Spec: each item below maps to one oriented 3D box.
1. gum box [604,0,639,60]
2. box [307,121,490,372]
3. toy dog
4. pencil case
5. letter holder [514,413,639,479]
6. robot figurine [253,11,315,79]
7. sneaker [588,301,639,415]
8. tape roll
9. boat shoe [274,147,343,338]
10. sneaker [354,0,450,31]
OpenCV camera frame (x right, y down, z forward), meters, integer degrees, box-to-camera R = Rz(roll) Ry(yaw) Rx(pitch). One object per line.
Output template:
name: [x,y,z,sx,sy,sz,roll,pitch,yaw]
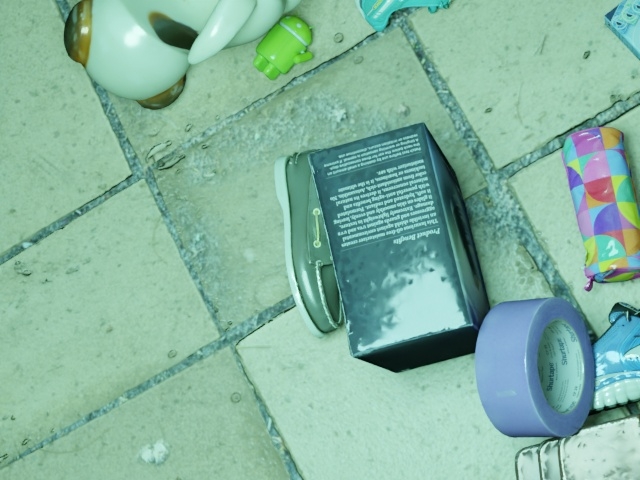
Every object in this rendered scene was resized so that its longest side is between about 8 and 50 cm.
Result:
gum box: [0.553,-0.322,1.779,0.157,0.041,0.184,-40,72,5]
box: [0.129,0.023,1.697,0.183,0.296,0.294,-14,76,12]
toy dog: [-0.215,-0.373,1.878,0.408,0.284,0.395,-28,52,37]
pencil case: [0.420,-0.049,1.733,0.104,0.104,0.236,-10,75,14]
letter holder: [0.387,0.415,1.620,0.214,0.152,0.302,-17,75,14]
robot figurine: [-0.061,-0.323,1.940,0.101,0.067,0.115,41,91,19]
sneaker: [0.476,0.147,1.660,0.330,0.130,0.147,-17,77,12]
tape roll: [0.293,0.173,1.586,0.080,0.189,0.189,-9,75,39]
boat shoe: [-0.002,-0.001,1.836,0.091,0.109,0.305,-15,71,17]
sneaker: [0.188,-0.427,1.890,0.275,0.107,0.110,-23,103,6]
